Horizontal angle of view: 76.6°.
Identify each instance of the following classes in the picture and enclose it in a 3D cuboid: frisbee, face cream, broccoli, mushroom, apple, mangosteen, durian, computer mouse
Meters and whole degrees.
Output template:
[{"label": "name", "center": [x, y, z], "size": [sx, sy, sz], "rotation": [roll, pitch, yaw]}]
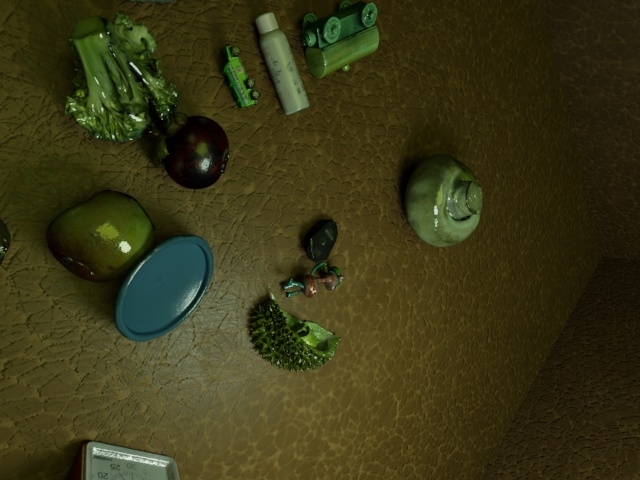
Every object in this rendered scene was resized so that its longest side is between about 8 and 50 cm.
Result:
[{"label": "frisbee", "center": [-0.380, 0.110, 0.991], "size": [0.289, 0.049, 0.289], "rotation": [-48, 153, -33]}, {"label": "face cream", "center": [-0.112, -0.502, 1.155], "size": [0.082, 0.082, 0.269], "rotation": [-33, 113, -29]}, {"label": "broccoli", "center": [-0.411, -0.347, 0.838], "size": [0.247, 0.243, 0.263], "rotation": [32, 72, 7]}, {"label": "mushroom", "center": [0.470, -0.150, 1.516], "size": [0.352, 0.260, 0.352], "rotation": [-2, 93, -41]}, {"label": "apple", "center": [-0.476, -0.002, 0.900], "size": [0.207, 0.174, 0.188], "rotation": [-32, 112, -12]}, {"label": "mangosteen", "center": [-0.322, -0.220, 0.984], "size": [0.200, 0.200, 0.200], "rotation": [-5, 98, -36]}, {"label": "durian", "center": [-0.083, 0.314, 1.281], "size": [0.355, 0.157, 0.169], "rotation": [41, 36, -33]}, {"label": "computer mouse", "center": [0.000, 0.000, 1.315], "size": [0.099, 0.057, 0.172], "rotation": [54, 53, -26]}]

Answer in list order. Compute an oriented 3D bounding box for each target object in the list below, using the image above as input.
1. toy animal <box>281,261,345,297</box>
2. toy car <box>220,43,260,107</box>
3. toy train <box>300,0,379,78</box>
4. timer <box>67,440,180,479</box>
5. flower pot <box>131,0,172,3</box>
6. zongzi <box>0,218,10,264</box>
[{"label": "toy animal", "center": [-0.020, 0.123, 1.290], "size": [0.208, 0.100, 0.103], "rotation": [-10, 100, -31]}, {"label": "toy car", "center": [-0.223, -0.438, 1.089], "size": [0.062, 0.071, 0.165], "rotation": [-30, 113, -15]}, {"label": "toy train", "center": [0.060, -0.633, 1.261], "size": [0.307, 0.126, 0.189], "rotation": [-37, 148, -27]}, {"label": "timer", "center": [-0.448, 0.620, 0.934], "size": [0.257, 0.250, 0.161], "rotation": [36, 75, -34]}, {"label": "flower pot", "center": [-0.380, -0.655, 0.872], "size": [0.209, 0.190, 0.239], "rotation": [-50, 120, -20]}, {"label": "zongzi", "center": [-0.777, 0.025, 0.676], "size": [0.360, 0.160, 0.323], "rotation": [-52, 121, -20]}]
